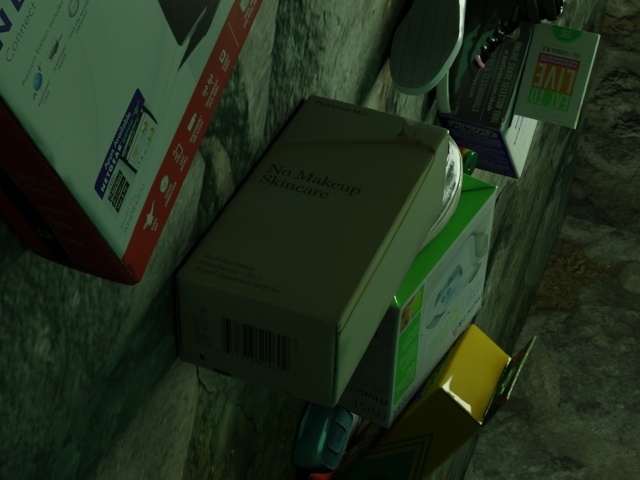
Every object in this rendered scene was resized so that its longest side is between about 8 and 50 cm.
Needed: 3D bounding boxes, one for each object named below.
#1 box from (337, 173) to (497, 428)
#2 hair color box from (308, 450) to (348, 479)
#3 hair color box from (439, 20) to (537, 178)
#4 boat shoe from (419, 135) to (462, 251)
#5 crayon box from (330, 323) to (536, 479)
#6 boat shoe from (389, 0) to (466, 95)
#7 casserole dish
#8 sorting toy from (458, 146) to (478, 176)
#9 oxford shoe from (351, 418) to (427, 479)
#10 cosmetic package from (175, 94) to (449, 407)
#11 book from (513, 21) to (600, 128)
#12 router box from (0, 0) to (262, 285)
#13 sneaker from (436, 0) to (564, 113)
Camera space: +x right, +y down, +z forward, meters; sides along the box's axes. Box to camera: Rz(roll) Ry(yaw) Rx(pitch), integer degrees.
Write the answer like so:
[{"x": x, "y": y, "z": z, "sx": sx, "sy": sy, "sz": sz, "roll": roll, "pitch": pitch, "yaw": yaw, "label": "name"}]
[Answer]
[{"x": 0.104, "y": 0.065, "z": 1.701, "sx": 0.262, "sy": 0.127, "sz": 0.231, "roll": -47, "pitch": 151, "yaw": -39, "label": "box"}, {"x": 0.005, "y": 0.375, "z": 1.867, "sx": 0.167, "sy": 0.053, "sz": 0.093, "roll": -48, "pitch": 150, "yaw": -61, "label": "hair color box"}, {"x": 0.287, "y": -0.231, "z": 2.143, "sx": 0.339, "sy": 0.110, "sz": 0.185, "roll": 42, "pitch": 65, "yaw": -75, "label": "hair color box"}, {"x": 0.087, "y": -0.067, "z": 1.555, "sx": 0.158, "sy": 0.127, "sz": 0.340, "roll": 92, "pitch": 20, "yaw": -44, "label": "boat shoe"}, {"x": 0.142, "y": 0.241, "z": 1.773, "sx": 0.318, "sy": 0.081, "sz": 0.202, "roll": -47, "pitch": 180, "yaw": 27, "label": "crayon box"}, {"x": 0.147, "y": -0.268, "z": 1.646, "sx": 0.076, "sy": 0.083, "sz": 0.226, "roll": 68, "pitch": 40, "yaw": -65, "label": "boat shoe"}, {"x": 0.007, "y": 0.261, "z": 1.788, "sx": 0.188, "sy": 0.037, "sz": 0.114, "roll": 58, "pitch": 50, "yaw": -71, "label": "casserole dish"}, {"x": 0.128, "y": -0.057, "z": 1.839, "sx": 0.274, "sy": 0.046, "sz": 0.132, "roll": -19, "pitch": 130, "yaw": -58, "label": "sorting toy"}, {"x": 0.077, "y": 0.437, "z": 2.121, "sx": 0.146, "sy": 0.141, "sz": 0.396, "roll": -131, "pitch": -133, "yaw": -71, "label": "oxford shoe"}, {"x": 0.000, "y": 0.000, "z": 1.259, "sx": 0.309, "sy": 0.160, "sz": 0.113, "roll": -60, "pitch": 159, "yaw": -46, "label": "cosmetic package"}, {"x": 0.355, "y": -0.248, "z": 1.985, "sx": 0.035, "sy": 0.096, "sz": 0.144, "roll": -13, "pitch": 117, "yaw": -72, "label": "book"}, {"x": -0.119, "y": -0.182, "z": 0.787, "sx": 0.301, "sy": 0.082, "sz": 0.335, "roll": 70, "pitch": 39, "yaw": -66, "label": "router box"}, {"x": 0.263, "y": -0.312, "z": 1.899, "sx": 0.104, "sy": 0.147, "sz": 0.295, "roll": 24, "pitch": 83, "yaw": -77, "label": "sneaker"}]
